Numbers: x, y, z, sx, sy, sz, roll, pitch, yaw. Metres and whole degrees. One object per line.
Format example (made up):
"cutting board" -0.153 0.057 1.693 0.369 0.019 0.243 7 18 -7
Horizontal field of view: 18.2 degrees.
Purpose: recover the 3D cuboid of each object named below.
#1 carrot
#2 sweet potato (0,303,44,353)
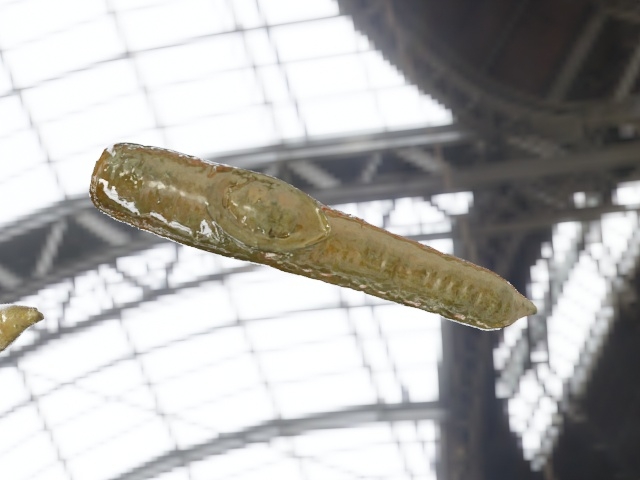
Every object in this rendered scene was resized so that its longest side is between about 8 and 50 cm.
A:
"carrot" 0.000 0.001 1.442 0.070 0.342 0.070 -162 90 -84
"sweet potato" -0.361 0.081 1.970 0.059 0.249 0.069 -49 -50 -30
